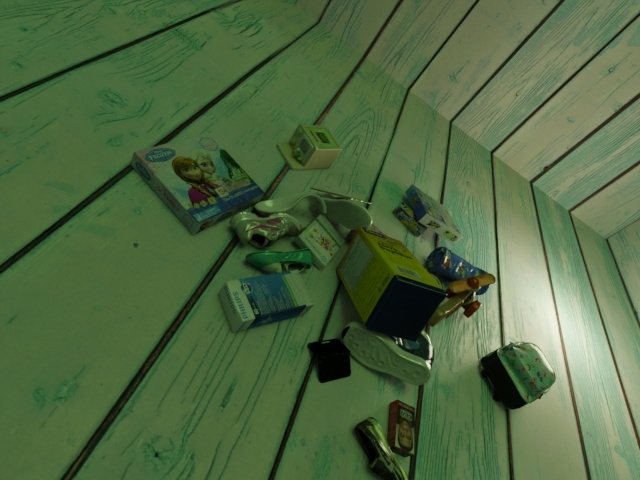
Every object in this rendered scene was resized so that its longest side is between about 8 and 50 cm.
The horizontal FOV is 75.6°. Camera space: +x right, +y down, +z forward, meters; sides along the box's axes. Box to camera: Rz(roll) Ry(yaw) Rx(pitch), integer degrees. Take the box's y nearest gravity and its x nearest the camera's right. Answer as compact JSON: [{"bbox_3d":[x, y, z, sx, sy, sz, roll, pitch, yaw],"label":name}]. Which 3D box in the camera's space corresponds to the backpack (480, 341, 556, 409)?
[{"bbox_3d":[0.773,0.504,1.590,0.253,0.191,0.225,3,53,-42],"label":"backpack"}]

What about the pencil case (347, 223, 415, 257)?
[{"bbox_3d":[0.243,0.032,1.646,0.284,0.124,0.124,39,41,-3],"label":"pencil case"}]

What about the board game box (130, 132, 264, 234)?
[{"bbox_3d":[-0.405,-0.208,1.402,0.318,0.066,0.318,46,41,6],"label":"board game box"}]

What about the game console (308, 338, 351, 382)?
[{"bbox_3d":[0.028,0.366,1.270,0.122,0.071,0.107,1,25,-37],"label":"game console"}]

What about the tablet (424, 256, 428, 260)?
[{"bbox_3d":[0.502,0.110,1.854,0.054,0.006,0.083,-1,55,-37],"label":"tablet"}]

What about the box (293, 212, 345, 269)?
[{"bbox_3d":[0.000,0.000,1.531,0.145,0.038,0.186,49,42,-6],"label":"box"}]

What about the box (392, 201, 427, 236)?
[{"bbox_3d":[0.421,-0.099,1.934,0.169,0.059,0.054,46,39,7],"label":"box"}]

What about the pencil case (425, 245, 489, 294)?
[{"bbox_3d":[0.606,0.131,1.819,0.306,0.119,0.133,27,69,-19],"label":"pencil case"}]

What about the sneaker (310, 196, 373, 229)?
[{"bbox_3d":[0.114,-0.121,1.615,0.282,0.102,0.161,24,22,36],"label":"sneaker"}]

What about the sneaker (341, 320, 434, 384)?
[{"bbox_3d":[0.233,0.328,1.395,0.322,0.130,0.236,28,25,2],"label":"sneaker"}]

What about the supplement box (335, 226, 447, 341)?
[{"bbox_3d":[0.220,0.134,1.383,0.195,0.194,0.356,19,21,-24],"label":"supplement box"}]

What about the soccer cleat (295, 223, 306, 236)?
[{"bbox_3d":[-0.086,-0.039,1.527,0.035,0.029,0.083,43,37,16],"label":"soccer cleat"}]

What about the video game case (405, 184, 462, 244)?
[{"bbox_3d":[0.543,-0.129,1.998,0.244,0.061,0.269,30,29,-23],"label":"video game case"}]

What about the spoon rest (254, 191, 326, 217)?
[{"bbox_3d":[-0.107,-0.131,1.511,0.276,0.084,0.137,-7,23,-29],"label":"spoon rest"}]

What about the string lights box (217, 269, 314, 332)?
[{"bbox_3d":[-0.159,0.176,1.244,0.259,0.077,0.133,-6,58,-40],"label":"string lights box"}]

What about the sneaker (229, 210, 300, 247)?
[{"bbox_3d":[-0.179,-0.025,1.399,0.252,0.103,0.111,-2,60,-30],"label":"sneaker"}]

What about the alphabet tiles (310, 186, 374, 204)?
[{"bbox_3d":[0.101,-0.180,1.701,0.198,0.009,0.237,19,8,33],"label":"alphabet tiles"}]

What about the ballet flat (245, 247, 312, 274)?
[{"bbox_3d":[-0.125,0.076,1.360,0.247,0.083,0.087,-3,71,-36],"label":"ballet flat"}]

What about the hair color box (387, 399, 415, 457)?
[{"bbox_3d":[0.242,0.561,1.237,0.072,0.043,0.141,29,43,-14],"label":"hair color box"}]

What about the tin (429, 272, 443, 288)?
[{"bbox_3d":[0.437,0.188,1.716,0.189,0.040,0.106,-3,61,-39],"label":"tin"}]

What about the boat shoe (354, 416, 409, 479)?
[{"bbox_3d":[0.162,0.600,1.123,0.073,0.080,0.224,-7,54,-34],"label":"boat shoe"}]

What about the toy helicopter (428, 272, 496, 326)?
[{"bbox_3d":[0.537,0.232,1.605,0.355,0.235,0.140,-23,61,-40],"label":"toy helicopter"}]

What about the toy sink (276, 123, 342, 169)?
[{"bbox_3d":[-0.046,-0.410,1.800,0.234,0.131,0.153,-12,62,-42],"label":"toy sink"}]
